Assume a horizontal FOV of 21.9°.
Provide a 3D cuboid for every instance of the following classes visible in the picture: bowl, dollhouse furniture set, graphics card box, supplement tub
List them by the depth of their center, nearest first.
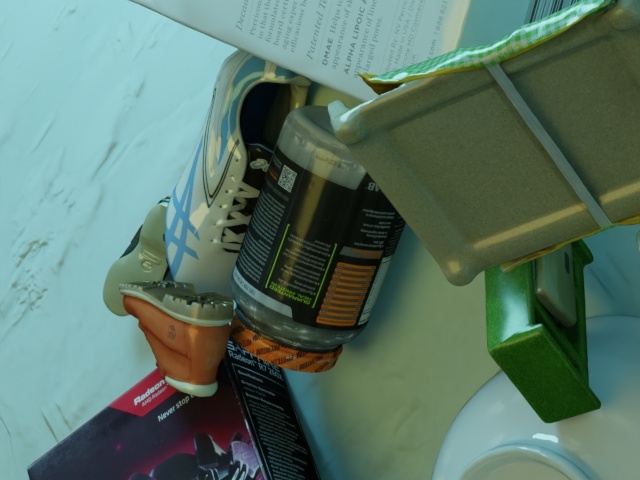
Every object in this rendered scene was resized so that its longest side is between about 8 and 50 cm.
[{"bbox_3d":[0.159,-0.051,1.020,0.198,0.301,0.151,-21,39,25],"label":"dollhouse furniture set"},{"bbox_3d":[0.176,0.203,1.141,0.298,0.134,0.297,2,93,42],"label":"bowl"},{"bbox_3d":[0.000,0.000,1.295,0.117,0.117,0.190,34,113,35],"label":"supplement tub"},{"bbox_3d":[-0.092,0.277,1.311,0.233,0.094,0.371,-37,52,19],"label":"graphics card box"}]

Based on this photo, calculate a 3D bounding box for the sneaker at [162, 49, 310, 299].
[{"bbox_3d":[-0.068,-0.047,1.370,0.086,0.085,0.237,37,116,55],"label":"sneaker"}]

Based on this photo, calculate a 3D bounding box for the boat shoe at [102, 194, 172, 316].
[{"bbox_3d":[-0.151,0.015,1.481,0.049,0.042,0.133,36,118,6],"label":"boat shoe"}]

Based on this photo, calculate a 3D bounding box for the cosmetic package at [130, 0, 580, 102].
[{"bbox_3d":[0.021,-0.207,1.205,0.385,0.217,0.156,26,108,39],"label":"cosmetic package"}]

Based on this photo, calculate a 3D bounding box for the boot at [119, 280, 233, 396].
[{"bbox_3d":[-0.122,0.076,1.333,0.158,0.059,0.084,21,109,61],"label":"boot"}]
